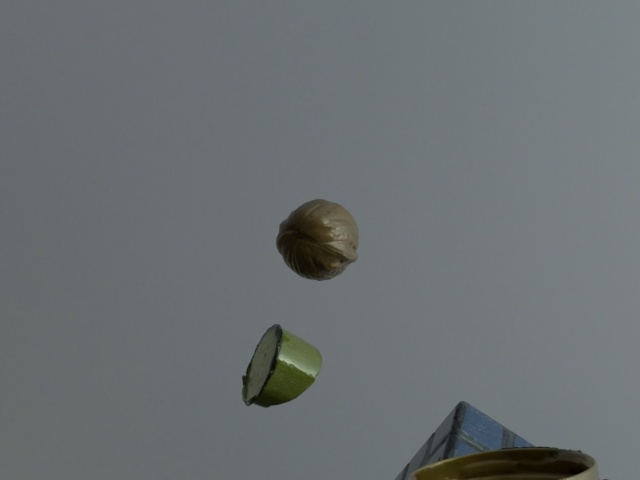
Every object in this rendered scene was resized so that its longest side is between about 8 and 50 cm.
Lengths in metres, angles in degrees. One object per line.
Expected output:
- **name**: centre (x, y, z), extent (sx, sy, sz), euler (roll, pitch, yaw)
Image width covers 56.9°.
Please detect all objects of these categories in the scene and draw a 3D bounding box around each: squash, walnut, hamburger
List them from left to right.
- **squash**: centre (-0.114, 0.339, 1.536), extent (0.133, 0.220, 0.220), euler (31, -54, -22)
- **walnut**: centre (0.000, 0.000, 1.596), extent (0.224, 0.261, 0.225), euler (-4, -100, 23)
- **hamburger**: centre (0.146, 0.241, 0.452), extent (0.175, 0.175, 0.137), euler (-11, -102, 22)

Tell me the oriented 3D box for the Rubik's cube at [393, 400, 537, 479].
- **Rubik's cube**: centre (0.269, 0.524, 0.996), extent (0.305, 0.301, 0.304), euler (33, -59, 7)
